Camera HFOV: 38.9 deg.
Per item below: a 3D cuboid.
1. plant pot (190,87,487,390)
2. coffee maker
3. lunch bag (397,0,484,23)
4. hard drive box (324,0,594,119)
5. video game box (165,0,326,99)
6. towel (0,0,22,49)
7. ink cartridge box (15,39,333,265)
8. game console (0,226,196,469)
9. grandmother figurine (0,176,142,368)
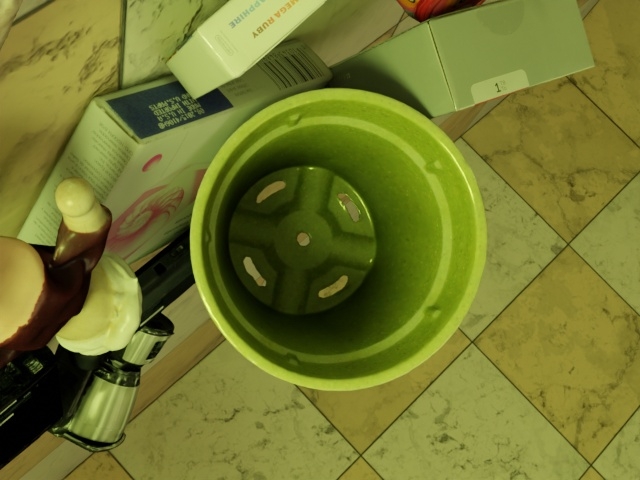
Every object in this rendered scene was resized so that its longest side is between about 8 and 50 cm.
[{"bbox_3d":[0.000,0.000,0.946,0.276,0.276,0.254,-43,-174,-7],"label":"plant pot"},{"bbox_3d":[-0.292,0.148,1.132,0.178,0.171,0.120,-65,-167,7],"label":"coffee maker"},{"bbox_3d":[0.188,-0.352,0.952,0.293,0.120,0.258,-43,177,15],"label":"lunch bag"},{"bbox_3d":[0.130,-0.178,0.947,0.181,0.089,0.232,-20,-174,-25],"label":"hard drive box"},{"bbox_3d":[-0.027,-0.189,0.692,0.187,0.048,0.205,-40,-166,-10],"label":"video game box"},{"bbox_3d":[-0.244,-0.028,0.299,0.317,0.053,0.332,-34,-177,-34],"label":"towel"},{"bbox_3d":[-0.168,-0.045,0.931,0.330,0.071,0.324,-50,171,35],"label":"ink cartridge box"},{"bbox_3d":[-0.247,0.114,0.956,0.361,0.044,0.213,-41,171,-27],"label":"game console"},{"bbox_3d":[-0.233,0.034,0.662,0.208,0.104,0.342,-39,163,8],"label":"grandmother figurine"}]
